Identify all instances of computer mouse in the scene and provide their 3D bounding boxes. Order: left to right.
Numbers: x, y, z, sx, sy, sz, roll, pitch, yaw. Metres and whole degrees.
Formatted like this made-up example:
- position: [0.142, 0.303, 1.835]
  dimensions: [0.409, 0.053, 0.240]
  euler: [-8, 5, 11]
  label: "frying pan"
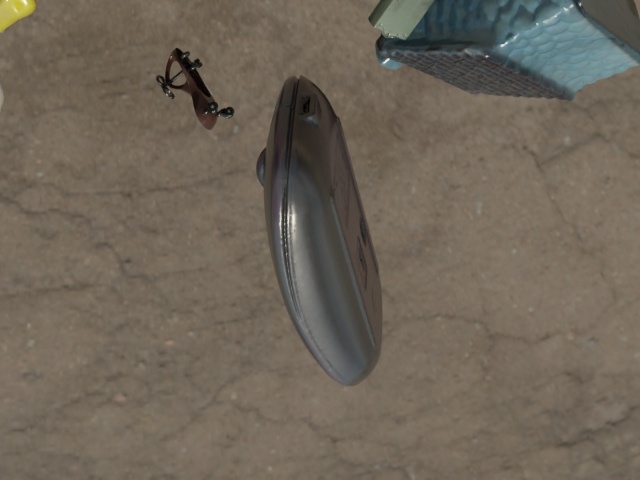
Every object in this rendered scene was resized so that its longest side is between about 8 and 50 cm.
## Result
- position: [-0.001, 0.000, 0.675]
  dimensions: [0.057, 0.120, 0.232]
  euler: [-7, 136, 11]
  label: "computer mouse"

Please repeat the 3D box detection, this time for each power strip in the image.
- position: [0.103, -0.263, 1.014]
  dimensions: [0.050, 0.019, 0.136]
  euler: [13, 126, -36]
  label: "power strip"

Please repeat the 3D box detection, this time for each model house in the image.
- position: [0.278, -0.353, 1.569]
  dimensions: [0.339, 0.298, 0.360]
  euler: [-28, 160, 30]
  label: "model house"

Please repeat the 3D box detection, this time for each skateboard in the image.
- position: [-0.217, -0.249, 1.676]
  dimensions: [0.080, 0.151, 0.067]
  euler: [-36, 165, 18]
  label: "skateboard"

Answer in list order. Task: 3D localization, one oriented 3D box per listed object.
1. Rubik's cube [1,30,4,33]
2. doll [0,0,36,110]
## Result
- position: [-0.572, -0.520, 1.363]
  dimensions: [0.346, 0.347, 0.344]
  euler: [6, 120, -17]
  label: "Rubik's cube"
- position: [-0.273, -0.085, 0.555]
  dimensions: [0.241, 0.135, 0.099]
  euler: [-25, 146, -22]
  label: "doll"
